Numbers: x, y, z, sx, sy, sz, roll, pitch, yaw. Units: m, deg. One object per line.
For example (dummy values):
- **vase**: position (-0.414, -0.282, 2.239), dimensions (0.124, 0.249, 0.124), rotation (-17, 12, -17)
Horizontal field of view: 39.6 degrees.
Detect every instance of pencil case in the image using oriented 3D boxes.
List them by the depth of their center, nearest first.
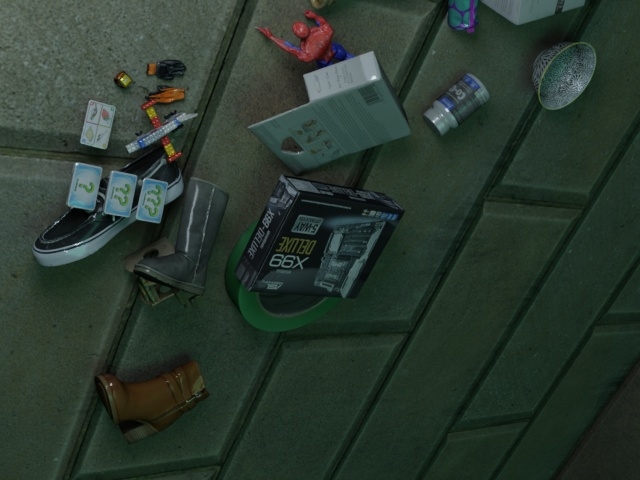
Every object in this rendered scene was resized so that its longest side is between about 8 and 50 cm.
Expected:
- **pencil case**: position (0.291, -0.497, 1.771), dimensions (0.064, 0.070, 0.152), rotation (-23, 137, -21)

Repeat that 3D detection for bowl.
- **bowl**: position (0.545, -0.396, 2.051), dimensions (0.170, 0.080, 0.170), rotation (-22, 137, -22)

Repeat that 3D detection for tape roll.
- **tape roll**: position (-0.056, 0.059, 1.993), dimensions (0.321, 0.077, 0.321), rotation (-21, 137, -22)

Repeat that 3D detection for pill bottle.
- **pill bottle**: position (0.296, -0.296, 1.948), dimensions (0.137, 0.078, 0.078), rotation (-41, 140, -1)

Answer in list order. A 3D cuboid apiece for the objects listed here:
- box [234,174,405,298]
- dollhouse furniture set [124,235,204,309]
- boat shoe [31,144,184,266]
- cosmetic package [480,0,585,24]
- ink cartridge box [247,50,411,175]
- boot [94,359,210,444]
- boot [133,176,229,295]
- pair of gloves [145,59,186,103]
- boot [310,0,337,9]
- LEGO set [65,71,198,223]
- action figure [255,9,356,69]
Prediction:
- **box**: position (0.000, 0.000, 1.865), dimensions (0.307, 0.076, 0.242), rotation (8, 119, -42)
- **dollhouse furniture set**: position (-0.300, 0.119, 1.789), dimensions (0.101, 0.161, 0.182), rotation (-29, 137, -13)
- **boat shoe**: position (-0.388, -0.069, 1.594), dimensions (0.306, 0.113, 0.105), rotation (-30, 132, -17)
- **cosmetic package**: position (0.425, -0.545, 1.769), dimensions (0.183, 0.151, 0.151), rotation (-21, 137, -23)
- **ink cartridge box**: position (0.021, -0.239, 1.727), dimensions (0.261, 0.066, 0.296), rotation (-18, 162, 12)
- **boot**: position (-0.365, 0.334, 1.968), dimensions (0.220, 0.109, 0.283), rotation (-29, 140, -13)
- **boot**: position (-0.249, -0.015, 1.627), dimensions (0.189, 0.076, 0.209), rotation (26, 79, -60)
- **pair of gloves**: position (-0.274, -0.280, 1.570), dimensions (0.074, 0.010, 0.083), rotation (-12, 129, -28)
- **boot**: position (0.067, -0.539, 1.545), dimensions (0.203, 0.095, 0.262), rotation (-20, 140, -21)
- **LEGO set**: position (-0.321, -0.160, 1.532), dimensions (0.182, 0.060, 0.244), rotation (12, 91, -37)
- **action figure**: position (-0.013, -0.365, 1.652), dimensions (0.091, 0.139, 0.280), rotation (-51, 161, 7)
